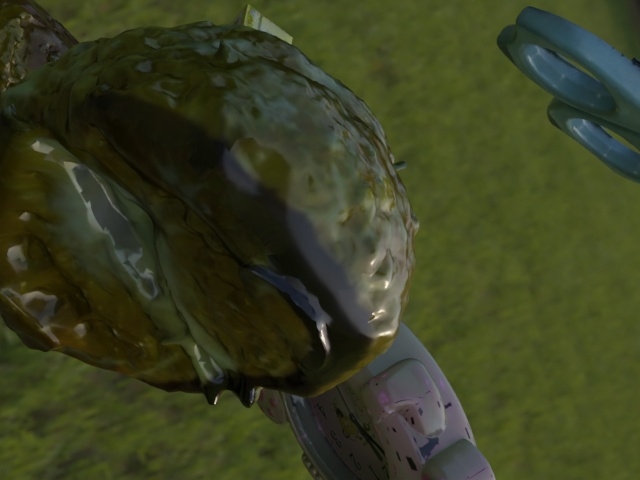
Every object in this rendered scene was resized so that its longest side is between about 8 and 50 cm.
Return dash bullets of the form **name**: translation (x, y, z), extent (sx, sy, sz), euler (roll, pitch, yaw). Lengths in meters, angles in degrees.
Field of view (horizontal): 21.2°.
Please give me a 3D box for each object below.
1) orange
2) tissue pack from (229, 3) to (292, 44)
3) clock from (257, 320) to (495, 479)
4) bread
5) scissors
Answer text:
- **orange**: translation (-0.084, -0.037, 1.186), extent (0.271, 0.369, 0.210), euler (52, 56, -28)
- **tissue pack**: translation (-0.105, -0.139, 1.694), extent (0.062, 0.176, 0.095), euler (35, 27, -17)
- **clock**: translation (0.055, 0.199, 1.924), extent (0.309, 0.114, 0.284), euler (56, -29, 12)
- **bread**: translation (-0.345, -0.124, 1.743), extent (0.195, 0.246, 0.176), euler (42, 7, -5)
- **scissors**: translation (0.265, -0.057, 1.086), extent (0.360, 0.029, 0.191), euler (26, -15, 42)
